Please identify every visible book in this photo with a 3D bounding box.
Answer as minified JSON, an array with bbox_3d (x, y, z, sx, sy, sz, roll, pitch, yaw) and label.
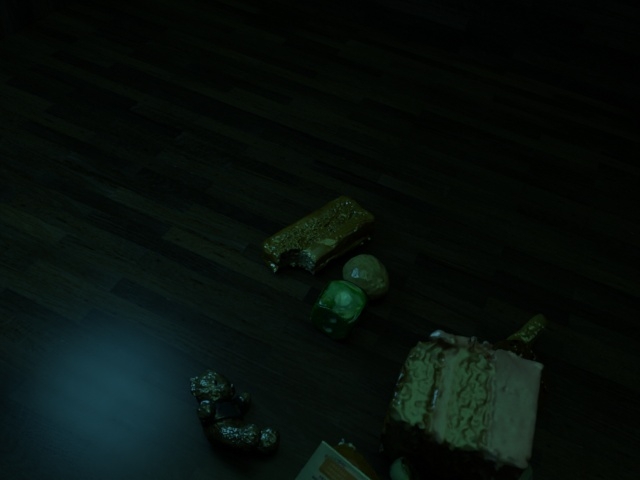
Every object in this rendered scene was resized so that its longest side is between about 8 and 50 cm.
[{"bbox_3d":[-0.003,0.611,1.231,0.208,0.020,0.295,33,76,25],"label":"book"}]

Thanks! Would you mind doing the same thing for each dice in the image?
[{"bbox_3d":[0.055,0.196,1.654,0.131,0.120,0.128,27,47,13],"label":"dice"}]

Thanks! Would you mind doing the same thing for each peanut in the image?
[{"bbox_3d":[0.141,0.111,1.754,0.141,0.109,0.159,-30,56,-31],"label":"peanut"}]

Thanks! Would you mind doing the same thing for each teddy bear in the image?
[{"bbox_3d":[-0.226,0.426,1.397,0.129,0.182,0.251,-45,62,2],"label":"teddy bear"}]

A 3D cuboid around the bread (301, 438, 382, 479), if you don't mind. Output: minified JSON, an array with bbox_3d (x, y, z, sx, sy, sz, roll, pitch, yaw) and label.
[{"bbox_3d":[0.078,0.579,1.308,0.136,0.107,0.241,-28,57,-27],"label":"bread"}]

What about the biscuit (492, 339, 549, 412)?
[{"bbox_3d":[0.527,0.372,1.571,0.212,0.036,0.212,6,71,-19],"label":"biscuit"}]

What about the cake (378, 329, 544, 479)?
[{"bbox_3d":[0.320,0.389,1.346,0.307,0.314,0.293,17,62,12],"label":"cake"}]

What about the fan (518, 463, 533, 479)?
[{"bbox_3d":[0.491,0.551,1.467,0.113,0.005,0.175,32,52,21],"label":"fan"}]

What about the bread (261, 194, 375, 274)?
[{"bbox_3d":[0.000,0.000,1.840,0.380,0.109,0.185,-31,63,-31],"label":"bread"}]

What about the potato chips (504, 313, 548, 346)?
[{"bbox_3d":[0.496,0.323,1.636,0.407,0.080,0.057,-23,38,-25],"label":"potato chips"}]

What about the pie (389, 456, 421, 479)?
[{"bbox_3d":[0.215,0.585,1.257,0.054,0.240,0.240,-27,51,5],"label":"pie"}]
